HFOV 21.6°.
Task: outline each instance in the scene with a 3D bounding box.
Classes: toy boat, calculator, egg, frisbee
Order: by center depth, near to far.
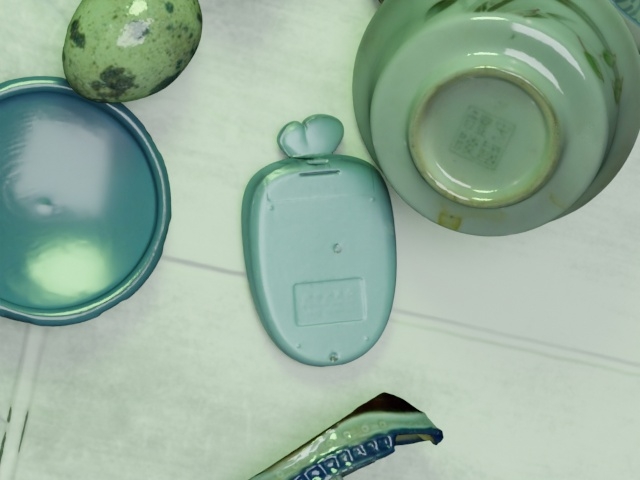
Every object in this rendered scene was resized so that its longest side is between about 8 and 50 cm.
[{"bbox_3d":[-0.216,-0.231,1.908,0.141,0.141,0.181,44,73,-10],"label":"egg"},{"bbox_3d":[-0.314,-0.044,1.922,0.290,0.049,0.289,2,81,-16],"label":"frisbee"},{"bbox_3d":[0.027,0.275,1.967,0.262,0.114,0.115,-32,84,-17],"label":"toy boat"},{"bbox_3d":[0.000,0.000,2.010,0.188,0.042,0.302,-6,93,-14],"label":"calculator"}]

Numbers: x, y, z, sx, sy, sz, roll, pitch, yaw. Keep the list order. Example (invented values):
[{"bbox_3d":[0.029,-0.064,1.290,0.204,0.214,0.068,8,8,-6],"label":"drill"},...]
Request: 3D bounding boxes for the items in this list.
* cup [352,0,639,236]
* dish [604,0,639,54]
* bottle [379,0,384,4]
[{"bbox_3d":[0.196,-0.144,1.918,0.347,0.163,0.347,4,113,9],"label":"cup"},{"bbox_3d":[0.337,-0.322,2.063,0.273,0.134,0.273,27,44,-30],"label":"dish"},{"bbox_3d":[0.090,-0.341,2.021,0.099,0.099,0.152,-36,94,-13],"label":"bottle"}]
